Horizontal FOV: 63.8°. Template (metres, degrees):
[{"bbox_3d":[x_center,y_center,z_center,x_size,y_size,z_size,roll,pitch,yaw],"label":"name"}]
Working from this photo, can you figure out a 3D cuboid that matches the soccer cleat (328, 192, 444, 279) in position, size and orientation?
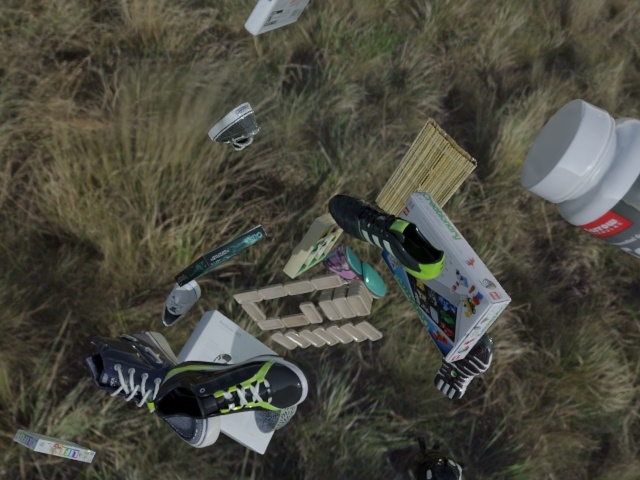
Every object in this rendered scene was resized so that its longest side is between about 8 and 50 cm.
[{"bbox_3d":[0.088,-0.016,0.681,0.179,0.072,0.060,35,69,13],"label":"soccer cleat"}]

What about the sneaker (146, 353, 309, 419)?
[{"bbox_3d":[-0.131,0.223,0.723,0.235,0.084,0.097,-8,15,16],"label":"sneaker"}]

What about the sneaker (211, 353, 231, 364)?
[{"bbox_3d":[-0.258,0.310,1.273,0.083,0.035,0.031,-26,67,-36],"label":"sneaker"}]

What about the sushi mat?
[{"bbox_3d":[0.235,-0.131,1.210,0.019,0.316,0.151,-32,74,-31],"label":"sushi mat"}]

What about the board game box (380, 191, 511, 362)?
[{"bbox_3d":[0.242,0.070,1.068,0.053,0.193,0.305,-5,48,-27],"label":"board game box"}]

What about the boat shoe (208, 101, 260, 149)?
[{"bbox_3d":[-0.182,-0.226,1.089,0.078,0.219,0.070,-35,102,-16],"label":"boat shoe"}]

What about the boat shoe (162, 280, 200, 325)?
[{"bbox_3d":[-0.479,0.216,1.750,0.095,0.258,0.084,31,47,0],"label":"boat shoe"}]

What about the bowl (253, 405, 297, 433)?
[{"bbox_3d":[-0.120,0.474,1.496,0.080,0.170,0.170,16,47,-32],"label":"bowl"}]

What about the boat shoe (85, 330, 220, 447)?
[{"bbox_3d":[-0.345,0.296,1.019,0.158,0.127,0.340,8,14,-45],"label":"boat shoe"}]

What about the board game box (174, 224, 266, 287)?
[{"bbox_3d":[-0.189,0.031,0.955,0.126,0.186,0.026,-31,92,-33],"label":"board game box"}]

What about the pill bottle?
[{"bbox_3d":[0.438,-0.067,0.708,0.283,0.161,0.161,26,54,-2],"label":"pill bottle"}]

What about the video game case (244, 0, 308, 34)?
[{"bbox_3d":[-0.022,-0.427,0.806,0.026,0.206,0.227,38,30,-6],"label":"video game case"}]

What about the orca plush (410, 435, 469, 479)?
[{"bbox_3d":[0.283,0.533,1.284,0.151,0.287,0.102,-19,78,12],"label":"orca plush"}]

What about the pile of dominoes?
[{"bbox_3d":[-0.019,0.138,1.026,0.251,0.196,0.040,-12,39,26],"label":"pile of dominoes"}]

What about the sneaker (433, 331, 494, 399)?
[{"bbox_3d":[0.383,0.274,1.298,0.106,0.281,0.162,39,54,20],"label":"sneaker"}]

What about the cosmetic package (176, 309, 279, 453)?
[{"bbox_3d":[-0.270,0.439,1.601,0.377,0.097,0.284,41,61,-21],"label":"cosmetic package"}]

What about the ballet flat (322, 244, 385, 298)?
[{"bbox_3d":[0.073,0.078,1.179,0.079,0.221,0.076,-19,55,23],"label":"ballet flat"}]

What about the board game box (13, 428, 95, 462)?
[{"bbox_3d":[-0.636,0.493,1.232,0.103,0.154,0.026,0,61,37],"label":"board game box"}]

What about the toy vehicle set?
[{"bbox_3d":[0.000,0.000,1.392,0.035,0.166,0.267,36,18,9],"label":"toy vehicle set"}]
